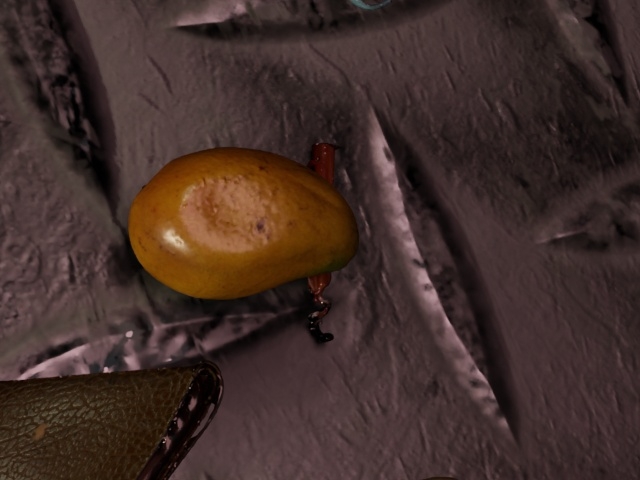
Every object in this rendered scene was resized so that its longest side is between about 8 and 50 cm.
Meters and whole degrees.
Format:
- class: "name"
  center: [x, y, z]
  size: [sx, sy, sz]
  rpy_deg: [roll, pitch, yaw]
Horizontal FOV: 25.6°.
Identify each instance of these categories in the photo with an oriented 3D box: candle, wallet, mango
- class: "candle"
  center: [-0.001, 0.000, 1.070]
  size: [0.026, 0.021, 0.167]
  rpy_deg: [22, 57, -35]
- class: "wallet"
  center: [-0.164, 0.134, 0.822]
  size: [0.039, 0.243, 0.133]
  rpy_deg: [50, 52, -25]
- class: "mango"
  center: [-0.056, -0.017, 1.012]
  size: [0.165, 0.089, 0.115]
  rpy_deg: [-16, 69, -21]

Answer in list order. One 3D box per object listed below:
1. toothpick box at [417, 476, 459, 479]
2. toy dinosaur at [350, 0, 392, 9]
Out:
- class: "toothpick box"
  center: [-0.028, 0.241, 0.779]
  size: [0.187, 0.308, 0.190]
  rpy_deg: [-6, 70, -24]
- class: "toy dinosaur"
  center: [-0.025, -0.252, 1.166]
  size: [0.197, 0.045, 0.080]
  rpy_deg: [40, 48, 5]
